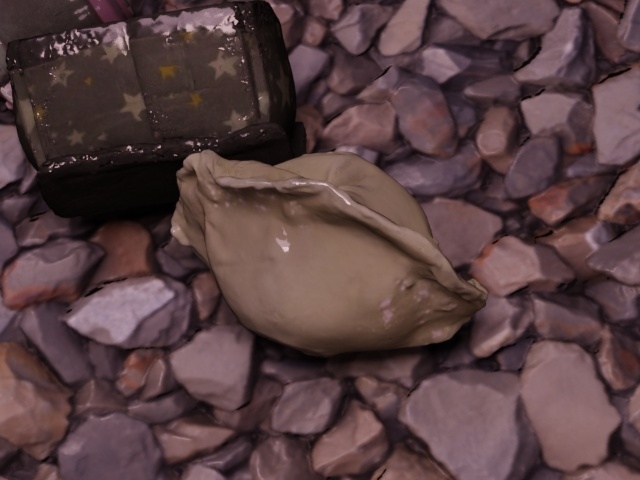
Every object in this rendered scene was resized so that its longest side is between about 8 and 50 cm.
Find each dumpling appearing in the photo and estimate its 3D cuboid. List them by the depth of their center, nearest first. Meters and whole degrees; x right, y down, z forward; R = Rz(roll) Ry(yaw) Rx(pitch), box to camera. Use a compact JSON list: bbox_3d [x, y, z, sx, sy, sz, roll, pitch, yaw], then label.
[{"bbox_3d":[0.000,0.000,1.389,0.258,0.193,0.147,18,64,17],"label":"dumpling"}]

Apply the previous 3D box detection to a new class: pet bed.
[{"bbox_3d":[-0.124,-0.094,1.487,0.211,0.183,0.159,-10,95,5],"label":"pet bed"}]

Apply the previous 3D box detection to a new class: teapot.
[{"bbox_3d":[-0.232,-0.176,1.623,0.146,0.148,0.116,-33,20,-1],"label":"teapot"}]
